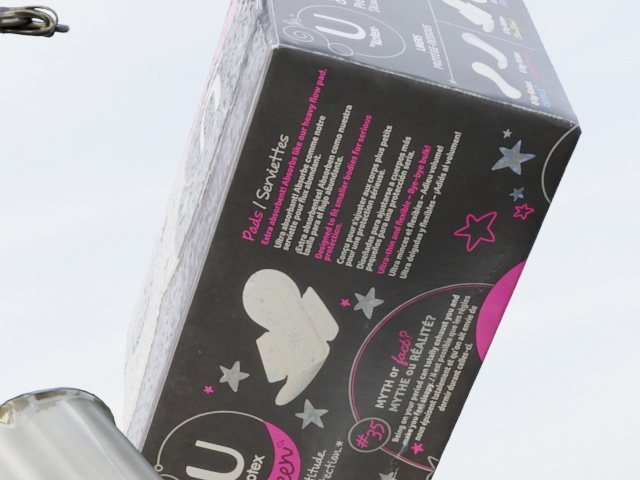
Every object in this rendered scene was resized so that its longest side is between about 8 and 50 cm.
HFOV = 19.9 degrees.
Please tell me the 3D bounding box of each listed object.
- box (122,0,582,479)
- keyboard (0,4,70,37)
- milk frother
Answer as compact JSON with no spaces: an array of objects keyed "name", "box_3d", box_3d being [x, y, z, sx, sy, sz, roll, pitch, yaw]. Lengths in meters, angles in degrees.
[{"name":"box","box_3d":[0.000,0.000,0.859,0.142,0.163,0.247,15,-63,-13]},{"name":"keyboard","box_3d":[-0.218,-0.211,1.117,0.317,0.201,0.033,3,-11,1]},{"name":"milk frother","box_3d":[-0.099,0.144,0.617,0.143,0.135,0.129,-9,-53,-39]}]
